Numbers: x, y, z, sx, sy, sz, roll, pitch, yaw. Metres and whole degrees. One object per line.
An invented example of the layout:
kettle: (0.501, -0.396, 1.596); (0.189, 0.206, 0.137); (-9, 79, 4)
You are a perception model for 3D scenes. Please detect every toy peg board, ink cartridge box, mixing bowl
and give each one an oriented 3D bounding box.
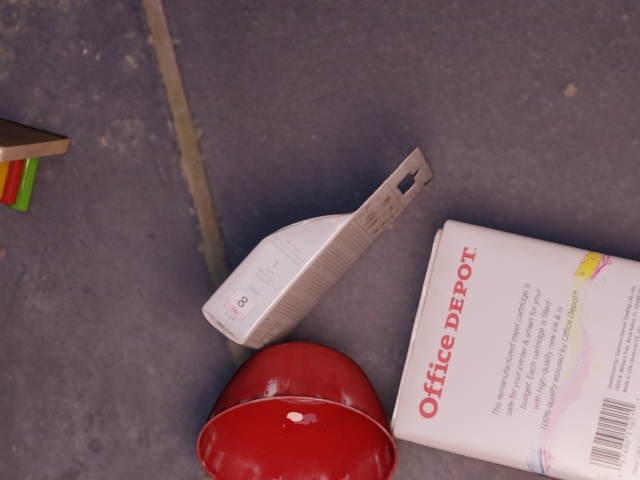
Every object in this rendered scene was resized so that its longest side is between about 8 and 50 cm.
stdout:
toy peg board: (-0.350, -0.077, 1.891); (0.161, 0.160, 0.079); (16, 100, 13)
ink cartridge box: (0.224, 0.113, 1.760); (0.278, 0.117, 0.201); (13, 84, 13)
mixing bowl: (-0.018, 0.157, 1.792); (0.181, 0.181, 0.098); (-5, 49, 11)
ink cartridge box: (0.000, 0.000, 1.787); (0.066, 0.189, 0.232); (38, 90, 9)
